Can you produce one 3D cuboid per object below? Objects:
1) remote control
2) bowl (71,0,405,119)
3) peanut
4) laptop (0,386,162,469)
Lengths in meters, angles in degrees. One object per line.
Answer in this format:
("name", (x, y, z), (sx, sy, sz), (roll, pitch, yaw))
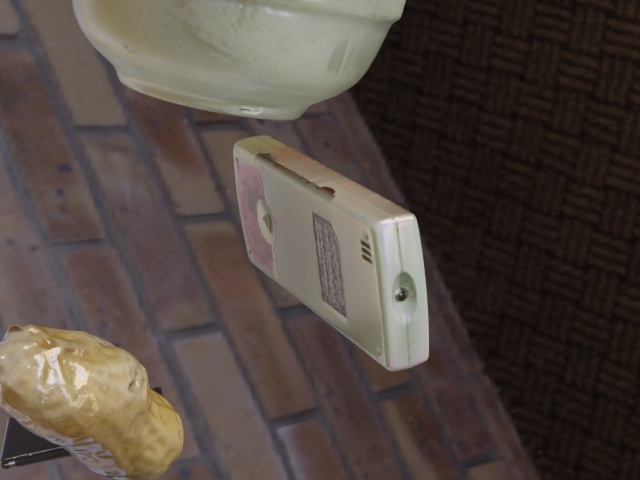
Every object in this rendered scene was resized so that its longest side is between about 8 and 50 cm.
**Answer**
("remote control", (0.001, 0.000, 1.235), (0.344, 0.050, 0.145), (-144, 44, -60))
("bowl", (-0.082, -0.203, 1.138), (0.307, 0.307, 0.163), (22, 106, 36))
("peanut", (-0.173, 0.130, 0.994), (0.099, 0.214, 0.099), (-11, 52, 15))
("laptop", (-0.262, 0.207, 1.440), (0.129, 0.180, 0.016), (-121, 22, -73))
